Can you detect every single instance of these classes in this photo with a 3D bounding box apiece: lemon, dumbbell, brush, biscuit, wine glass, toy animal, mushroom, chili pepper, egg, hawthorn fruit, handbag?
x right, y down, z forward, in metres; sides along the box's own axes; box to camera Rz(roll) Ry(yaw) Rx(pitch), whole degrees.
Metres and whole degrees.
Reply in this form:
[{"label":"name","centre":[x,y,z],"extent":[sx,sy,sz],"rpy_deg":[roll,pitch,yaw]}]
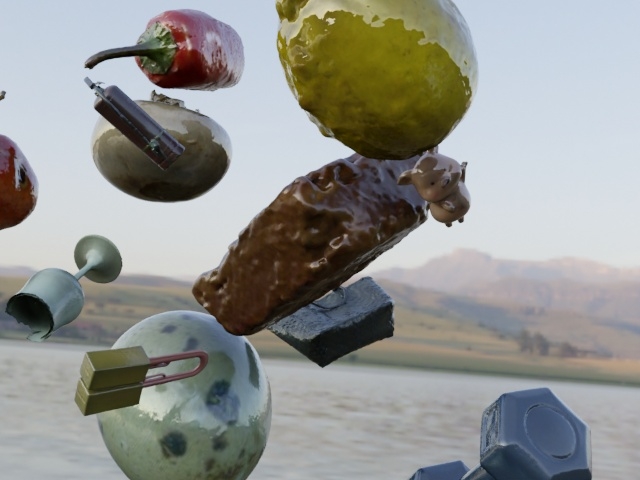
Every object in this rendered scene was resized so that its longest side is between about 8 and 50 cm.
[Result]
[{"label":"lemon","centre":[0.082,-0.263,1.397],"extent":[0.285,0.285,0.316],"rpy_deg":[2,-23,23]},{"label":"dumbbell","centre":[0.235,0.336,1.353],"extent":[0.160,0.144,0.325],"rpy_deg":[-4,-32,-30]},{"label":"brush","centre":[-0.284,0.221,1.607],"extent":[0.233,0.103,0.047],"rpy_deg":[-5,39,-38]},{"label":"biscuit","centre":[0.000,0.000,1.684],"extent":[0.343,0.166,0.395],"rpy_deg":[-25,-11,-40]},{"label":"wine glass","centre":[-0.337,0.061,1.287],"extent":[0.079,0.079,0.195],"rpy_deg":[3,22,15]},{"label":"toy animal","centre":[0.189,-0.081,1.532],"extent":[0.089,0.083,0.150],"rpy_deg":[1,-50,45]},{"label":"mushroom","centre":[-0.254,-0.154,1.545],"extent":[0.226,0.178,0.226],"rpy_deg":[-1,-11,0]},{"label":"chili pepper","centre":[-0.225,-0.307,1.555],"extent":[0.131,0.134,0.338],"rpy_deg":[19,11,15]},{"label":"egg","centre":[-0.264,0.325,1.907],"extent":[0.345,0.345,0.428],"rpy_deg":[7,20,-23]},{"label":"hawthorn fruit","centre":[-0.513,-0.122,1.461],"extent":[0.165,0.165,0.285],"rpy_deg":[6,-31,-11]},{"label":"handbag","centre":[0.034,0.160,2.022],"extent":[0.270,0.088,0.175],"rpy_deg":[-21,33,-23]}]

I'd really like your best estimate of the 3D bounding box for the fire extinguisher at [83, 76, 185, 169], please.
[{"label":"fire extinguisher","centre":[-0.251,-0.159,1.279],"extent":[0.157,0.045,0.078],"rpy_deg":[44,-1,-16]}]
